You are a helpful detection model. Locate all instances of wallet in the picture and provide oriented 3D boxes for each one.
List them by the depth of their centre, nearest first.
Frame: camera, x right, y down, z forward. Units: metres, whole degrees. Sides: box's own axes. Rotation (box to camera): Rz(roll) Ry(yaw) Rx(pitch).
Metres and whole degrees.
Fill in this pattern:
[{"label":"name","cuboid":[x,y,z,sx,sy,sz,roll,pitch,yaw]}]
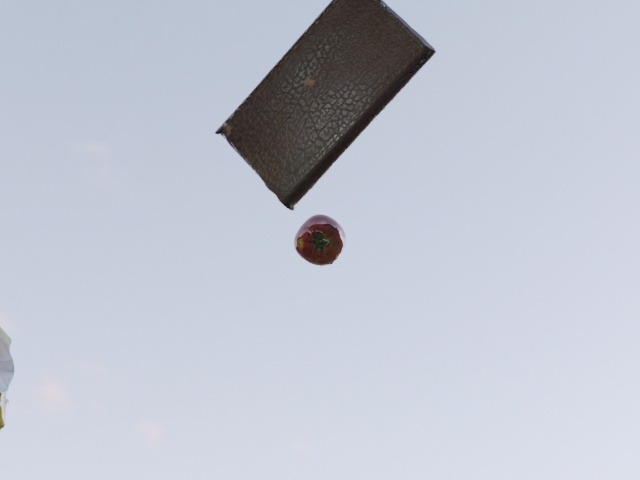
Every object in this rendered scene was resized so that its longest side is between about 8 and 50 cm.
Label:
[{"label":"wallet","cuboid":[0.004,-0.166,1.429,0.243,0.133,0.039,-48,-13,13]}]

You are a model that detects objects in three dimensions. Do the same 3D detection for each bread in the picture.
[{"label":"bread","cuboid":[-0.653,0.251,2.430,0.088,0.233,0.161,-18,-28,11]}]

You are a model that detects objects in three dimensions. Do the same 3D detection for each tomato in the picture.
[{"label":"tomato","cuboid":[0.000,0.000,2.104,0.087,0.087,0.075,-1,2,-4]}]
